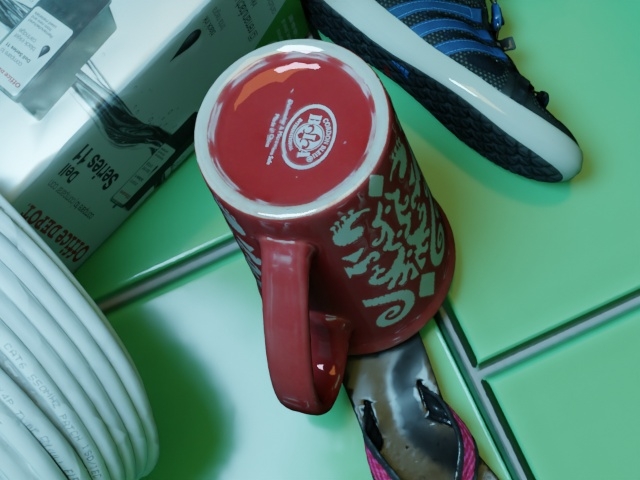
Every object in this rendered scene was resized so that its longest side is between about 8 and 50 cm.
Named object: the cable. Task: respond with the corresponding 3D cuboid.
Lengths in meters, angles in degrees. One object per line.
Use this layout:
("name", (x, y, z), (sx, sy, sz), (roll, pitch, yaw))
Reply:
("cable", (-0.190, 0.047, 0.663), (0.257, 0.257, 0.089), (20, 54, 39))

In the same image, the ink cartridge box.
("ink cartridge box", (-0.113, -0.089, 0.729), (0.087, 0.153, 0.208), (43, 86, 12))

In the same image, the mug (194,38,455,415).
("mug", (0.009, -0.005, 0.679), (0.113, 0.169, 0.150), (-19, 65, 3))

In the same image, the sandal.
("sandal", (0.051, 0.110, 0.731), (0.067, 0.040, 0.179), (-25, 78, -2))

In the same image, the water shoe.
("water shoe", (0.075, -0.116, 0.759), (0.203, 0.073, 0.080), (39, 82, 10))
